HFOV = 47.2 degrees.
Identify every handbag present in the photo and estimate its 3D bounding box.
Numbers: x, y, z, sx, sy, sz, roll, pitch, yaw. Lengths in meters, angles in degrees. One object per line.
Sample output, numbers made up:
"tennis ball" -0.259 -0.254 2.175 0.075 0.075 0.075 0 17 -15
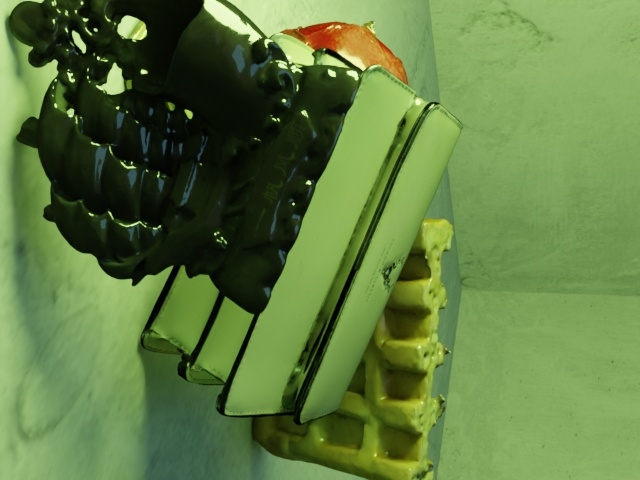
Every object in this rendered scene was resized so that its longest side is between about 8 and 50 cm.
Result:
"handbag" 0.000 0.000 0.777 0.237 0.160 0.358 16 99 -55

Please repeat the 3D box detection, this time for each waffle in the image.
"waffle" 0.027 0.138 0.964 0.078 0.304 0.348 5 87 -47

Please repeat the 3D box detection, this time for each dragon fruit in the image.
"dragon fruit" 0.006 -0.168 0.966 0.252 0.241 0.240 -31 122 -49

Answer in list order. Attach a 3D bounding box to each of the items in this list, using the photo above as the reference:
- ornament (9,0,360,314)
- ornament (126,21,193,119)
"ornament" -0.130 -0.089 0.584 0.251 0.261 0.106 -69 -162 3
"ornament" -0.138 -0.210 0.794 0.201 0.059 0.180 -24 112 -74
